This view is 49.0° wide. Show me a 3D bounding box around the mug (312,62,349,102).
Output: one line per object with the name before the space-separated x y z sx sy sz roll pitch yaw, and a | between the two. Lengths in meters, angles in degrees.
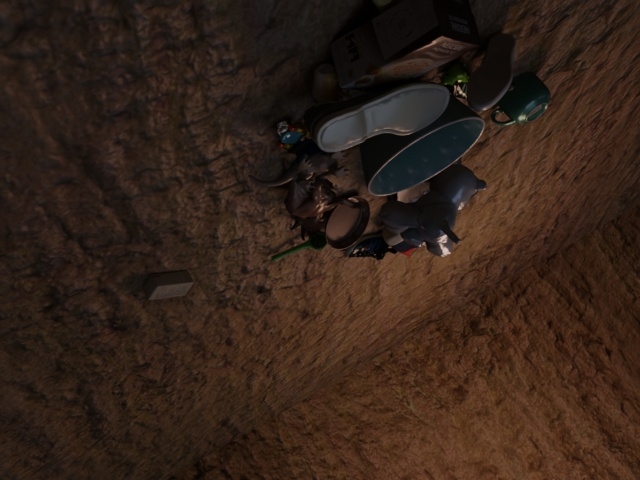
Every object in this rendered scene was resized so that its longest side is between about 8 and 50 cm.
mug | 0.020 -0.327 1.437 0.078 0.062 0.064 -2 144 3

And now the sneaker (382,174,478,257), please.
sneaker | 0.371 -0.072 2.218 0.350 0.131 0.148 -34 123 21

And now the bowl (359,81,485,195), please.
bowl | 0.211 -0.255 1.655 0.311 0.163 0.311 -27 165 -8

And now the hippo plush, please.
hippo plush | 0.312 -0.115 1.953 0.236 0.234 0.294 -62 172 -9

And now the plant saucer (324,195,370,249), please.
plant saucer | 0.071 -0.055 1.993 0.168 0.029 0.168 -25 133 -31

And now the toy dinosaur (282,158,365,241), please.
toy dinosaur | -0.031 -0.093 1.750 0.200 0.127 0.296 -35 151 19

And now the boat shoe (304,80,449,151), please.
boat shoe | 0.116 -0.274 1.451 0.319 0.099 0.116 -20 134 -18

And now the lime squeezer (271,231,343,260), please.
lime squeezer | 0.000 0.000 2.057 0.310 0.059 0.110 -13 179 -41

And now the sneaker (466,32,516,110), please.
sneaker | 0.412 -0.359 1.679 0.151 0.094 0.256 80 31 -50

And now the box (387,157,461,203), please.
box | 0.305 -0.184 2.063 0.233 0.059 0.183 -32 153 -4

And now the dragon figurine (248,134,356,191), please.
dragon figurine | -0.027 -0.184 1.580 0.289 0.144 0.085 -22 123 -8

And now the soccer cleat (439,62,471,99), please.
soccer cleat | 0.352 -0.385 1.762 0.072 0.060 0.179 -32 151 19

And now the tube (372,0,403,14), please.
tube | 0.155 -0.453 1.380 0.240 0.070 0.062 20 87 -67

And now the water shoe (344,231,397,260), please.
water shoe | 0.173 0.026 2.266 0.203 0.080 0.073 -18 151 -31

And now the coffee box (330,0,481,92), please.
coffee box | 0.160 -0.378 1.355 0.246 0.098 0.141 -19 172 43

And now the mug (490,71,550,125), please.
mug | 0.573 -0.384 1.979 0.129 0.097 0.158 -16 150 -35

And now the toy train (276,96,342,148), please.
toy train | -0.034 -0.266 1.510 0.166 0.046 0.125 -29 155 -17

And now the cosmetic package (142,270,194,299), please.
cosmetic package | -0.386 0.113 1.777 0.115 0.041 0.060 -3 142 -49
